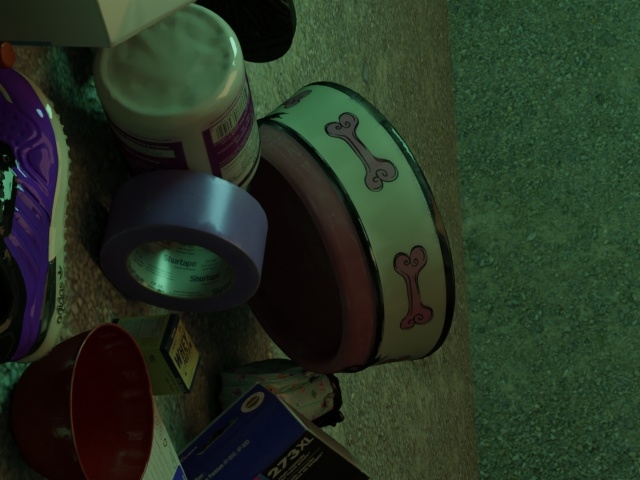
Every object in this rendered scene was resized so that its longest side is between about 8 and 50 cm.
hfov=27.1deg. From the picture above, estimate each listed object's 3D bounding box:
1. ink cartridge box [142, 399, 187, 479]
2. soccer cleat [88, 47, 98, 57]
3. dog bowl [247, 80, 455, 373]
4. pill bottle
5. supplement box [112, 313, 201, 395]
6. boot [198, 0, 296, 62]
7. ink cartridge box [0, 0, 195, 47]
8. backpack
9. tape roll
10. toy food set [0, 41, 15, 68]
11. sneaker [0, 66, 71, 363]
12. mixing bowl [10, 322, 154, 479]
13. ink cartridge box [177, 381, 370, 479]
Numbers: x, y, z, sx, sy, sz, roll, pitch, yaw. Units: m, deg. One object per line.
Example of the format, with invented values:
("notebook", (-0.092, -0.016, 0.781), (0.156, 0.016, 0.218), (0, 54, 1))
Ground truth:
("ink cartridge box", (-0.210, 0.322, 1.527), (0.208, 0.045, 0.206), (-70, 149, -54))
("soccer cleat", (-0.254, -0.377, 1.554), (0.116, 0.143, 0.331), (-159, -97, -75))
("dog bowl", (0.000, 0.000, 1.800), (0.150, 0.408, 0.408), (-23, 112, -26))
("pill bottle", (-0.160, -0.136, 1.585), (0.301, 0.169, 0.169), (83, 9, -65))
("supplement box", (-0.198, 0.136, 1.564), (0.056, 0.083, 0.083), (-77, 154, -44))
("boot", (-0.107, -0.465, 1.957), (0.260, 0.131, 0.348), (-75, 152, -48))
("ink cartridge box", (-0.207, -0.338, 1.348), (0.270, 0.198, 0.197), (-38, 123, -38))
("backpack", (-0.070, 0.224, 1.864), (0.182, 0.152, 0.115), (-8, 86, -60))
("tape roll", (-0.159, 0.004, 1.557), (0.189, 0.189, 0.080), (60, 30, -51))
("toy food set", (-0.351, -0.258, 1.189), (0.111, 0.105, 0.232), (-8, 92, -72))
("sneaker", (-0.311, -0.026, 1.245), (0.146, 0.102, 0.293), (0, 85, -71))
("mixing bowl", (-0.252, 0.178, 1.362), (0.181, 0.098, 0.181), (-6, 90, -71))
("ink cartridge box", (-0.065, 0.315, 1.780), (0.069, 0.176, 0.371), (47, -1, 32))
